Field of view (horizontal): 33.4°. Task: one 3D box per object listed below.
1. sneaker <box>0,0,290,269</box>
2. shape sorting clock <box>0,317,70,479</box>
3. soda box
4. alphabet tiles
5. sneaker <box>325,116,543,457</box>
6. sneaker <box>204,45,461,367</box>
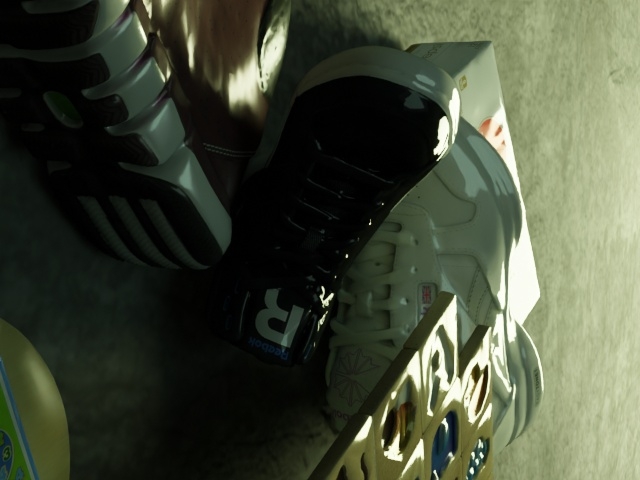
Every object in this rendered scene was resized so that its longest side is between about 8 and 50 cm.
[{"bbox_3d":[-0.091,-0.130,0.474,0.281,0.106,0.163,71,35,-46],"label":"sneaker"},{"bbox_3d":[-0.175,0.121,0.414,0.206,0.040,0.206,-38,136,-49],"label":"shape sorting clock"},{"bbox_3d":[0.099,-0.031,0.770,0.074,0.069,0.216,-45,129,-43],"label":"soda box"},{"bbox_3d":[0.047,0.215,0.595,0.285,0.011,0.343,-46,138,-50],"label":"alphabet tiles"},{"bbox_3d":[0.062,0.041,0.685,0.152,0.114,0.305,-39,121,-36],"label":"sneaker"},{"bbox_3d":[0.000,0.000,0.522,0.079,0.217,0.121,19,70,-12],"label":"sneaker"}]
